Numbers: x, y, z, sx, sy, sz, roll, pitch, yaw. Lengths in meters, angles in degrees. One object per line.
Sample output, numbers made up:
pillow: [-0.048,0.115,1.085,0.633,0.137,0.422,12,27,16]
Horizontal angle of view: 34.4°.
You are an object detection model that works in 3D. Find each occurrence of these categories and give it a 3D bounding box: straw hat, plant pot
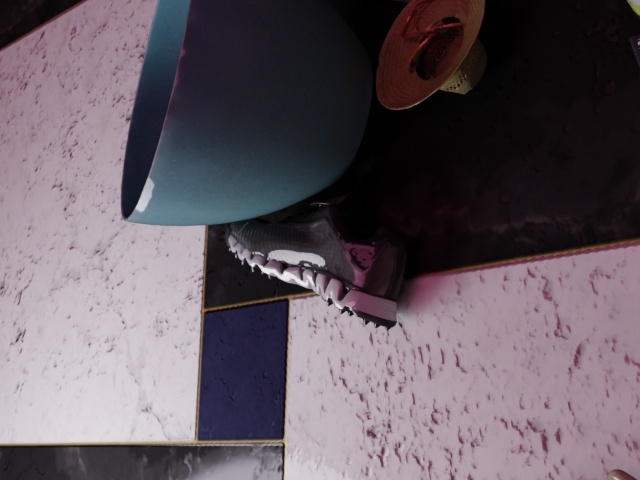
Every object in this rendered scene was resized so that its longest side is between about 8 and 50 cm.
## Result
straw hat: [0.117,-0.166,0.931,0.144,0.061,0.144,-36,39,35]
plant pot: [-0.064,-0.142,0.992,0.290,0.195,0.290,-169,90,-73]

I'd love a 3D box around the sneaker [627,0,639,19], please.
sneaker: [0.224,-0.234,0.751,0.084,0.097,0.234,-42,22,19]

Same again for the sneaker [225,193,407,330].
sneaker: [0.000,0.000,1.007,0.234,0.078,0.106,23,95,44]

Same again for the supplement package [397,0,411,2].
supplement package: [-0.029,-0.366,1.051,0.293,0.177,0.175,23,94,48]

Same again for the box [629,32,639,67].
box: [0.369,-0.098,0.628,0.307,0.076,0.242,-33,57,38]

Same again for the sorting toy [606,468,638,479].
sorting toy: [0.213,0.285,0.731,0.307,0.041,0.229,33,109,47]
